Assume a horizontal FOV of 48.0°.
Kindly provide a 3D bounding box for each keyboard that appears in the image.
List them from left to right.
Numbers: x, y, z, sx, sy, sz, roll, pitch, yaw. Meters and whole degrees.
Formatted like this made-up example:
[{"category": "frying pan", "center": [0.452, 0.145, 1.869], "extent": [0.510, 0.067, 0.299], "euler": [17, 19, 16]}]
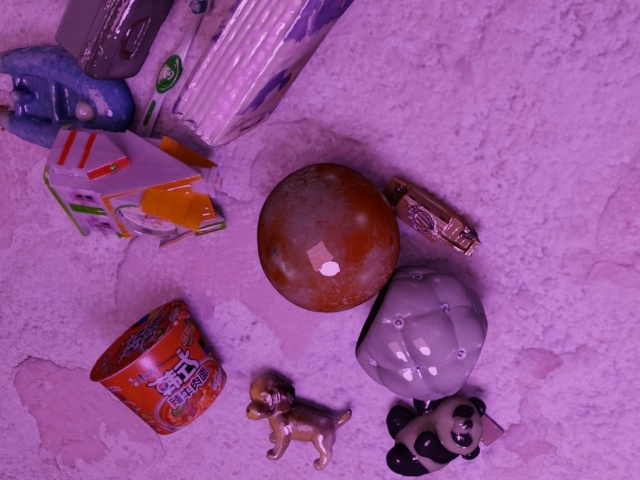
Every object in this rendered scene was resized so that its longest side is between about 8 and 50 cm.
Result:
[{"category": "keyboard", "center": [0.296, 0.350, 1.464], "extent": [0.166, 0.017, 0.055], "euler": [42, 115, -1]}]

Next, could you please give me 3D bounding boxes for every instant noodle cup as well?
[{"category": "instant noodle cup", "center": [-0.334, 0.278, 1.548], "extent": [0.250, 0.250, 0.192], "euler": [-27, 110, 28]}]

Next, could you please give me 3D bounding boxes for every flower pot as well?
[{"category": "flower pot", "center": [0.184, 0.169, 1.304], "extent": [0.195, 0.246, 0.246], "euler": [27, 119, 2]}]

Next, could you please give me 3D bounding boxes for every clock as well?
[{"category": "clock", "center": [-0.335, -0.092, 1.388], "extent": [0.309, 0.166, 0.235], "euler": [7, 153, 7]}]

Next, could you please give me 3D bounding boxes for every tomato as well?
[{"category": "tomato", "center": [0.000, 0.000, 1.281], "extent": [0.270, 0.223, 0.270], "euler": [21, 120, 41]}]

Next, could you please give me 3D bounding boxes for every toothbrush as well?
[{"category": "toothbrush", "center": [-0.292, -0.313, 1.387], "extent": [0.042, 0.040, 0.418], "euler": [37, 124, 4]}]

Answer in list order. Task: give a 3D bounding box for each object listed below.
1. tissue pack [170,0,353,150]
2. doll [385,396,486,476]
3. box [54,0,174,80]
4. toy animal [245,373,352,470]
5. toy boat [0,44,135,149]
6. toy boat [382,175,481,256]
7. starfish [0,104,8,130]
[{"category": "tissue pack", "center": [-0.084, -0.326, 1.183], "extent": [0.125, 0.242, 0.343], "euler": [41, 120, -1]}, {"category": "doll", "center": [0.224, 0.383, 1.426], "extent": [0.135, 0.143, 0.234], "euler": [24, 134, -17]}, {"category": "box", "center": [-0.377, -0.406, 1.313], "extent": [0.129, 0.148, 0.210], "euler": [41, 118, 9]}, {"category": "toy animal", "center": [-0.062, 0.396, 1.562], "extent": [0.233, 0.121, 0.168], "euler": [20, 107, 8]}, {"category": "toy boat", "center": [-0.535, -0.276, 1.439], "extent": [0.330, 0.123, 0.215], "euler": [14, 115, 15]}, {"category": "toy boat", "center": [0.198, -0.041, 1.295], "extent": [0.200, 0.077, 0.057], "euler": [35, 118, 3]}, {"category": "starfish", "center": [-0.709, -0.282, 1.554], "extent": [0.078, 0.028, 0.091], "euler": [18, 114, 6]}]
